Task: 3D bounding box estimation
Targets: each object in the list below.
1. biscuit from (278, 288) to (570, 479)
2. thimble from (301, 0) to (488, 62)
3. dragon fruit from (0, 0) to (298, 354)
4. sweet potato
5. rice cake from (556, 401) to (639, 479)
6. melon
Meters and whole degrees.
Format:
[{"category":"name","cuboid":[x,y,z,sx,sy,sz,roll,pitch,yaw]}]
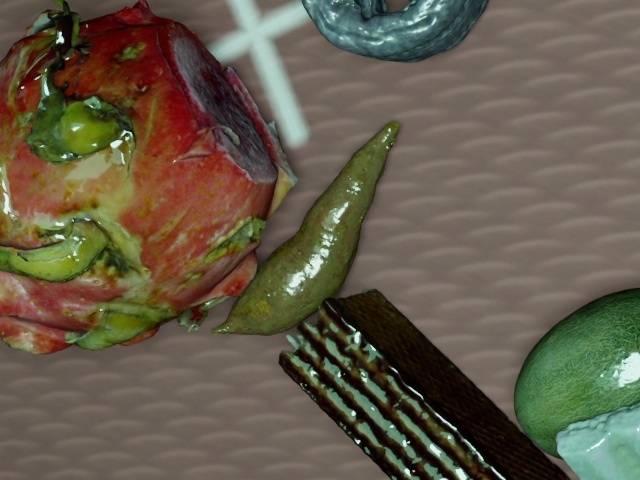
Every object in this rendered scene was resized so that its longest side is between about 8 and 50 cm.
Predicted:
[{"category":"biscuit","cuboid":[0.079,0.138,1.078,0.252,0.106,0.070,44,108,14]},{"category":"thimble","cuboid":[0.056,-0.210,1.074,0.150,0.098,0.150,1,93,19]},{"category":"dragon fruit","cuboid":[-0.189,-0.034,1.095,0.291,0.269,0.250,-29,73,16]},{"category":"sweet potato","cuboid":[0.004,0.005,1.124,0.068,0.068,0.226,42,99,14]},{"category":"rice cake","cuboid":[0.259,0.192,0.991,0.085,0.040,0.226,-34,116,21]},{"category":"melon","cuboid":[0.218,0.096,1.021,0.167,0.114,0.114,-36,80,21]}]
